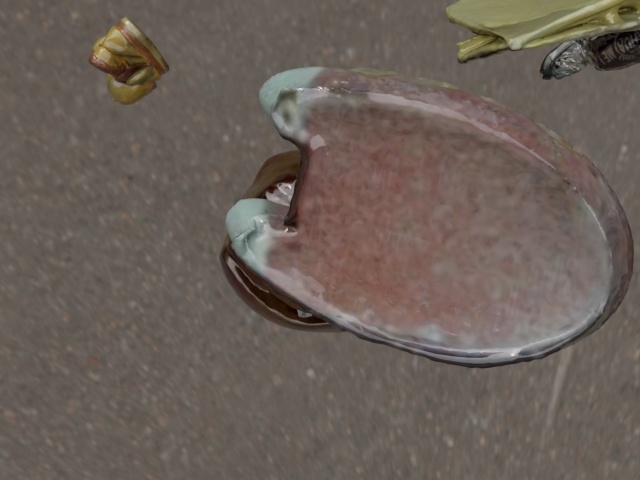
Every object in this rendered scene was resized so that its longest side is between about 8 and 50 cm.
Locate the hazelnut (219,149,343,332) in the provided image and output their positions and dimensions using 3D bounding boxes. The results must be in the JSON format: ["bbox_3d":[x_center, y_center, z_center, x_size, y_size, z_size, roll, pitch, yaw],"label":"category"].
[{"bbox_3d":[0.000,0.000,1.804,0.218,0.234,0.218,0,101,1],"label":"hazelnut"}]

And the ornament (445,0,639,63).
[{"bbox_3d":[0.213,-0.208,1.518,0.201,0.180,0.059,-6,107,27],"label":"ornament"}]

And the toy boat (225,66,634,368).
[{"bbox_3d":[0.065,-0.015,0.893,0.227,0.085,0.155,19,112,6],"label":"toy boat"}]

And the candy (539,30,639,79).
[{"bbox_3d":[0.320,-0.200,1.575,0.226,0.094,0.051,-9,105,41],"label":"candy"}]

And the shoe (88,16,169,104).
[{"bbox_3d":[-0.205,-0.189,1.662,0.069,0.109,0.072,-41,85,-9],"label":"shoe"}]
